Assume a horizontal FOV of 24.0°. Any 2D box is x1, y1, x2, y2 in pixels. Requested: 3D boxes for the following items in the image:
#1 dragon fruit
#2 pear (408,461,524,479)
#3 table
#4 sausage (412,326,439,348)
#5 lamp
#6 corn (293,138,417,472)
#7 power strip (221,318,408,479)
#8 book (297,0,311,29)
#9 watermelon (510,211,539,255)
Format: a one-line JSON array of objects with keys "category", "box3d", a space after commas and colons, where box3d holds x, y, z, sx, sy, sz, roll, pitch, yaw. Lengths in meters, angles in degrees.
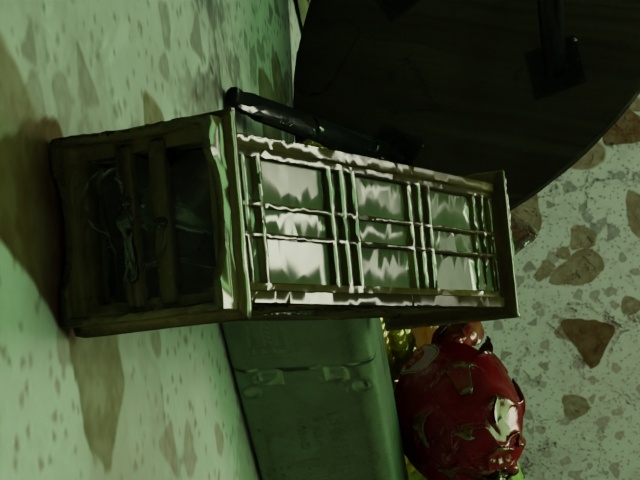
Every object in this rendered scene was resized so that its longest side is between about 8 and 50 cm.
[{"category": "dragon fruit", "box3d": [0.090, 0.099, 1.055, 0.190, 0.094, 0.094, -96, 175, -53]}, {"category": "pear", "box3d": [0.148, 0.309, 1.514, 0.292, 0.159, 0.292, -22, 90, -86]}, {"category": "table", "box3d": [0.048, -0.157, 1.097, 0.249, 0.317, 0.317, 39, 45, -60]}, {"category": "sausage", "box3d": [0.076, 0.011, 1.485, 0.105, 0.105, 0.274, -52, 135, -77]}, {"category": "lamp", "box3d": [0.000, 0.000, 0.750, 0.325, 0.090, 0.089, 7, 78, -63]}, {"category": "corn", "box3d": [0.016, 0.061, 1.076, 0.102, 0.102, 0.313, -86, 167, -47]}, {"category": "power strip", "box3d": [-0.004, 0.087, 0.952, 0.053, 0.093, 0.288, -77, 161, -53]}, {"category": "book", "box3d": [-0.006, -0.244, 1.390, 0.181, 0.014, 0.127, -87, 168, -45]}, {"category": "watermelon", "box3d": [0.117, 0.018, 1.624, 0.136, 0.202, 0.207, 40, 23, -16]}]
